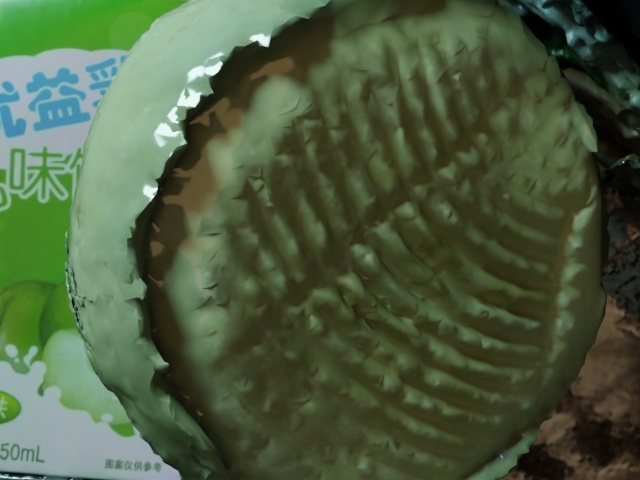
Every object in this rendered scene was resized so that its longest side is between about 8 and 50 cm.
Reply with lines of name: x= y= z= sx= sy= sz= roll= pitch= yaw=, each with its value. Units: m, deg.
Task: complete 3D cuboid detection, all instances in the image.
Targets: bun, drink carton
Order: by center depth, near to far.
bun: x=0.000 y=0.000 z=0.465 sx=0.259 sy=0.152 sz=0.260 roll=-6 pitch=104 yaw=-28
drink carton: x=-0.138 y=0.000 z=0.567 sx=0.161 sy=0.108 sz=0.271 roll=4 pitch=86 yaw=1

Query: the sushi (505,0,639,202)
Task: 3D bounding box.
sushi: x=0.168 y=-0.155 z=0.509 sx=0.218 sy=0.225 sz=0.238 roll=-39 pitch=113 yaw=-12
